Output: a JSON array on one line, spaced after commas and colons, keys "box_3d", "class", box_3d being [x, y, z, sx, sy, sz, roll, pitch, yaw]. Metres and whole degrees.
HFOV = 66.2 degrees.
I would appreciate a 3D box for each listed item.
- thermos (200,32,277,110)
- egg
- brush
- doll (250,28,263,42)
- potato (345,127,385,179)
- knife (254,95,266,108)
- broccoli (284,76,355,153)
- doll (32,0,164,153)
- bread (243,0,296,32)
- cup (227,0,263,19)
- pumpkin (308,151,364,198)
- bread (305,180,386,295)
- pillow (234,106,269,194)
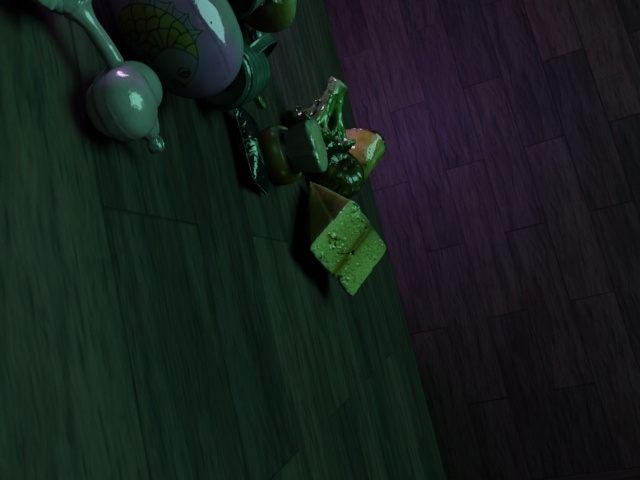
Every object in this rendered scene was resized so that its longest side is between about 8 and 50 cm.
[{"box_3d": [-0.184, -0.409, 1.153, 0.145, 0.182, 0.286, 43, 24, -12], "class": "thermos"}, {"box_3d": [-0.251, -0.376, 0.848, 0.271, 0.196, 0.196, 51, 24, -25], "class": "egg"}, {"box_3d": [-0.067, -0.271, 1.454, 0.266, 0.166, 0.174, -63, 136, -72], "class": "brush"}, {"box_3d": [-0.204, -0.649, 1.580, 0.057, 0.039, 0.114, -20, 107, -33], "class": "doll"}, {"box_3d": [0.113, -0.320, 2.005, 0.242, 0.286, 0.242, 3, 90, -68], "class": "potato"}, {"box_3d": [-0.196, -0.431, 1.418, 0.026, 0.022, 0.184, 52, 2, 31], "class": "knife"}, {"box_3d": [0.007, -0.432, 1.709, 0.254, 0.269, 0.268, 8, 65, -45], "class": "broccoli"}, {"box_3d": [-0.320, -0.284, 0.688, 0.160, 0.095, 0.365, -95, 165, -59], "class": "doll"}, {"box_3d": [-0.187, -0.735, 1.462, 0.313, 0.171, 0.192, 62, -12, 19], "class": "bread"}, {"box_3d": [-0.164, -0.723, 1.220, 0.317, 0.213, 0.212, -57, 136, -33], "class": "cup"}, {"box_3d": [0.064, -0.252, 1.810, 0.219, 0.162, 0.218, 16, 54, -23], "class": "pumpkin"}, {"box_3d": [0.030, -0.026, 1.642, 0.405, 0.242, 0.345, 32, -13, 52], "class": "bread"}, {"box_3d": [-0.172, -0.228, 1.235, 0.141, 0.055, 0.208, 31, 45, -76], "class": "pillow"}]
